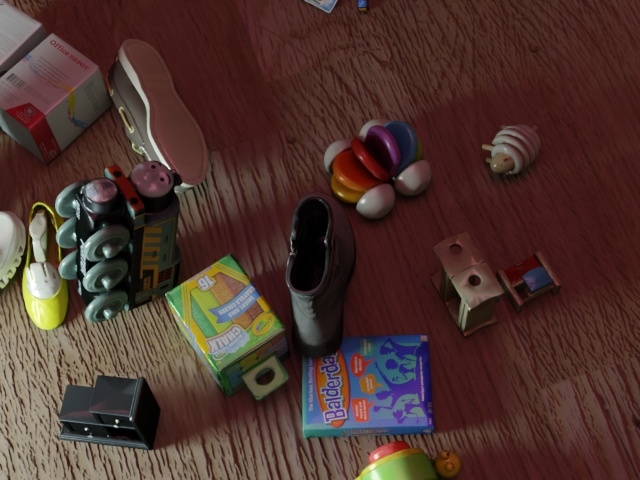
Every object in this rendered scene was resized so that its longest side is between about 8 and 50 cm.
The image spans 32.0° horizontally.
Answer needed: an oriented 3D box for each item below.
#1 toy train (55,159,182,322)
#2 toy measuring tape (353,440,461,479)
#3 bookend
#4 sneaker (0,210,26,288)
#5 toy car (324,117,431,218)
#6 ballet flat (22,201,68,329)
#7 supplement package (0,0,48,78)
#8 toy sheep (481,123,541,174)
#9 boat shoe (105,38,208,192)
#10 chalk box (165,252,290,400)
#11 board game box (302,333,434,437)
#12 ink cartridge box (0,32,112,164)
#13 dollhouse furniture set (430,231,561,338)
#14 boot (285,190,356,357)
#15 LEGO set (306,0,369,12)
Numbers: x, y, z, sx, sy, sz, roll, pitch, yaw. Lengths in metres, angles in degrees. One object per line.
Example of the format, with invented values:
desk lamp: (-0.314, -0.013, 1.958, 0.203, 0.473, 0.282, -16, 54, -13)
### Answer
toy train: (-0.316, 0.000, 1.799, 0.190, 0.334, 0.142, -25, 62, -26)
toy measuring tape: (0.062, 0.387, 1.700, 0.330, 0.121, 0.121, -19, 64, -7)
bookend: (-0.344, 0.265, 1.751, 0.156, 0.157, 0.072, 6, 63, 4)
sneaker: (-0.613, 0.061, 1.872, 0.110, 0.118, 0.292, 35, 76, 20)
toy car: (0.100, -0.143, 1.950, 0.182, 0.136, 0.159, -32, 66, -13)
ballet flat: (-0.477, 0.037, 1.914, 0.077, 0.077, 0.231, -6, 64, -2)
supplement package: (-0.623, -0.308, 2.057, 0.133, 0.139, 0.244, 33, 70, 18)
toy sheep: (0.346, -0.166, 1.984, 0.091, 0.091, 0.132, 34, 64, 17)
boat shoe: (-0.302, -0.213, 2.023, 0.116, 0.096, 0.324, -3, 59, -46)
chalk box: (-0.136, 0.156, 1.812, 0.132, 0.132, 0.213, -33, 67, -13)
board game box: (0.075, 0.236, 1.811, 0.210, 0.047, 0.160, -3, 63, 2)
ink cartridge box: (-0.492, -0.258, 2.033, 0.128, 0.127, 0.176, 37, 71, 19)
dollhouse furniture set: (0.292, 0.048, 1.851, 0.183, 0.129, 0.129, -25, 65, -9)
boot: (0.000, 0.000, 1.815, 0.118, 0.223, 0.338, -4, 50, 1)
LEGO set: (0.015, -0.545, 2.203, 0.244, 0.060, 0.183, 30, 91, 14)
